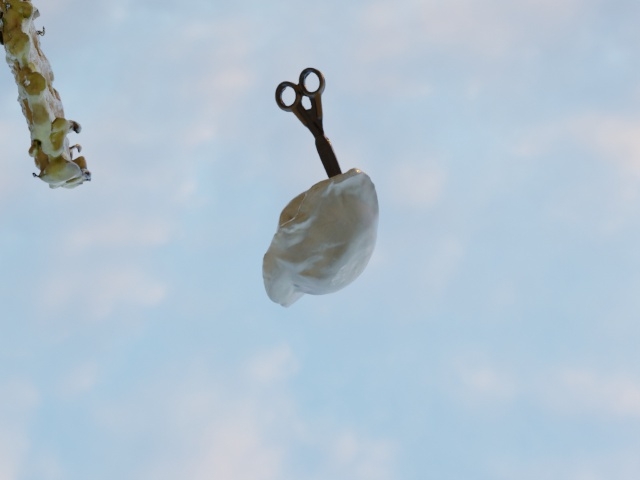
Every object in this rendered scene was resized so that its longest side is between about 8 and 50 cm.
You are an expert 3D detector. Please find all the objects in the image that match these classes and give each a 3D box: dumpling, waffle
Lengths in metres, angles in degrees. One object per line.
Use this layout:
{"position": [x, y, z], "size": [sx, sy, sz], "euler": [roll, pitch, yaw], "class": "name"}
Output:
{"position": [0.000, 0.000, 1.854], "size": [0.162, 0.250, 0.132], "euler": [-18, -127, -41], "class": "dumpling"}
{"position": [-0.291, -0.159, 1.358], "size": [0.060, 0.262, 0.280], "euler": [-18, -133, -7], "class": "waffle"}

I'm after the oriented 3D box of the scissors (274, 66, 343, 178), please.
{"position": [0.001, -0.153, 1.983], "size": [0.088, 0.220, 0.017], "euler": [-27, 167, 22], "class": "scissors"}
